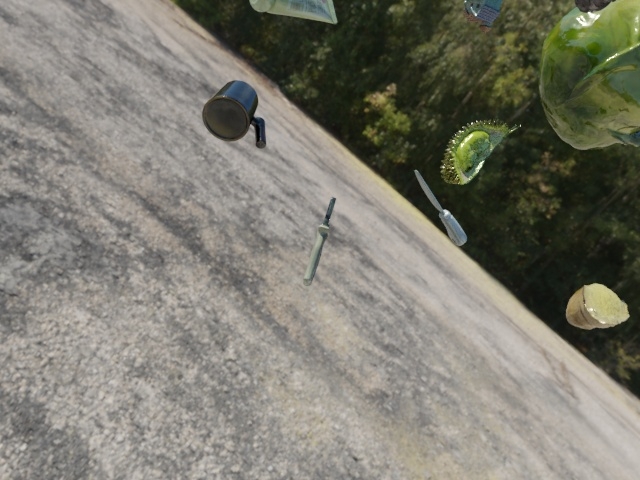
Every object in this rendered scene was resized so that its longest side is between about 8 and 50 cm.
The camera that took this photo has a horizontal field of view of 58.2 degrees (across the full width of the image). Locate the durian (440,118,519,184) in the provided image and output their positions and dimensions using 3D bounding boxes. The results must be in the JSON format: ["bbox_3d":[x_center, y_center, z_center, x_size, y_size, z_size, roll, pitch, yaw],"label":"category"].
[{"bbox_3d":[0.569,-0.336,2.168,0.169,0.352,0.158,38,-19,16],"label":"durian"}]

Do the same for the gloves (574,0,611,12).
[{"bbox_3d":[0.659,-0.607,1.273,0.119,0.142,0.285,20,-3,11],"label":"gloves"}]

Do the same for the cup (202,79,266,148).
[{"bbox_3d":[-0.295,-0.429,2.023,0.177,0.166,0.239,-76,152,-52],"label":"cup"}]

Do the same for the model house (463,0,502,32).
[{"bbox_3d":[0.537,-0.779,1.935,0.119,0.148,0.148,1,13,-34],"label":"model house"}]

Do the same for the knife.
[{"bbox_3d":[0.395,-0.114,1.935,0.331,0.044,0.080,52,1,-22],"label":"knife"}]

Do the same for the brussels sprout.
[{"bbox_3d":[0.797,-0.466,1.610,0.361,0.425,0.342,-10,14,-27],"label":"brussels sprout"}]

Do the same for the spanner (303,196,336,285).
[{"bbox_3d":[0.000,0.000,1.985,0.040,0.324,0.095,18,-14,1],"label":"spanner"}]

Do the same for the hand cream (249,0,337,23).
[{"bbox_3d":[-0.079,-0.762,1.812,0.306,0.093,0.147,-12,84,-36],"label":"hand cream"}]

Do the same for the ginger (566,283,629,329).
[{"bbox_3d":[0.654,0.179,1.394,0.115,0.122,0.193,45,28,11],"label":"ginger"}]
